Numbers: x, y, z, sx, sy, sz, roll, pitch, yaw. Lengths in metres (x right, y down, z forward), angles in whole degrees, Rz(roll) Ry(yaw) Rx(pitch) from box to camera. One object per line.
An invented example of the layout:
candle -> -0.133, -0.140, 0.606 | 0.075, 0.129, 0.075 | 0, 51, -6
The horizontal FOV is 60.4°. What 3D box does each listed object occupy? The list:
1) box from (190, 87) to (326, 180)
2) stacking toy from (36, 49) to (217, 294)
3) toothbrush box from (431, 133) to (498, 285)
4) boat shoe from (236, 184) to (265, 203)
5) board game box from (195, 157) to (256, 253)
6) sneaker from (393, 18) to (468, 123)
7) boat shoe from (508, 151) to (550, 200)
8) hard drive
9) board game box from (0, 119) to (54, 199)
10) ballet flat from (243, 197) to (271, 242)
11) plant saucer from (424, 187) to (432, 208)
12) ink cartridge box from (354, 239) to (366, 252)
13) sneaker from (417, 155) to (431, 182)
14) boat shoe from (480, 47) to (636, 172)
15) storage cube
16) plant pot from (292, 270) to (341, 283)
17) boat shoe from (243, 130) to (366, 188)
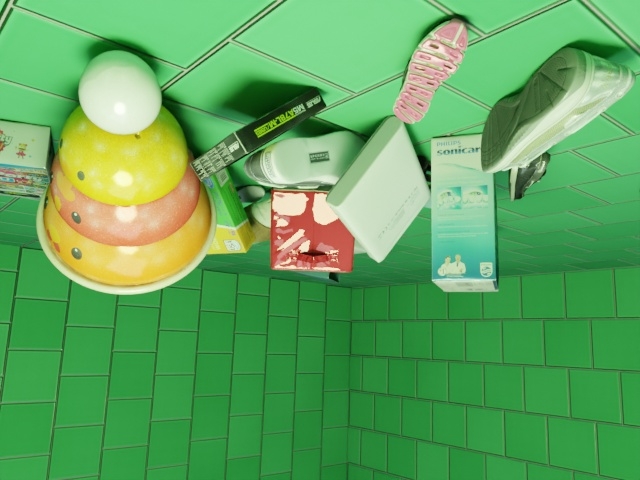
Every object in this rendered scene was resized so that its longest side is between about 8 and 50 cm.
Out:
box -> -0.109, -0.179, 0.938 | 0.184, 0.045, 0.191 | -41, -165, -32
stacking toy -> -0.347, -0.146, 0.969 | 0.351, 0.350, 0.480 | 4, 150, -13
toothbrush box -> 0.306, -0.047, 1.156 | 0.126, 0.295, 0.216 | -3, 168, 19
boat shoe -> -0.209, -0.126, 1.528 | 0.142, 0.049, 0.040 | -13, -161, 30
board game box -> -0.345, -0.076, 1.359 | 0.317, 0.064, 0.242 | -3, 125, 24
sneaker -> 0.153, -0.246, 0.770 | 0.063, 0.074, 0.170 | 20, 145, -4
boat shoe -> 0.452, -0.140, 1.207 | 0.079, 0.083, 0.233 | 0, 166, 15
hard drive -> 0.131, -0.090, 1.126 | 0.040, 0.203, 0.307 | 35, 174, 29
board game box -> -0.708, -0.175, 1.206 | 0.224, 0.097, 0.303 | 6, 168, -21
ballet flat -> -0.112, -0.070, 1.525 | 0.124, 0.116, 0.342 | -41, 160, 33
plant saucer -> 0.352, -0.121, 1.454 | 0.195, 0.037, 0.195 | 3, 169, 1
ink cartridge box -> 0.054, -0.053, 1.555 | 0.093, 0.154, 0.212 | -7, 166, 41
sneaker -> 0.185, -0.156, 1.254 | 0.170, 0.051, 0.089 | -3, 164, 6
boat shoe -> 0.352, -0.189, 0.883 | 0.103, 0.118, 0.320 | 8, 162, -8
storage cube -> -0.014, -0.060, 1.234 | 0.184, 0.193, 0.215 | 2, -151, -1
plant pot -> -0.042, 0.073, 2.251 | 0.235, 0.165, 0.165 | 5, 171, 18
boat shoe -> -0.017, -0.149, 1.070 | 0.102, 0.108, 0.301 | -4, -172, 43
